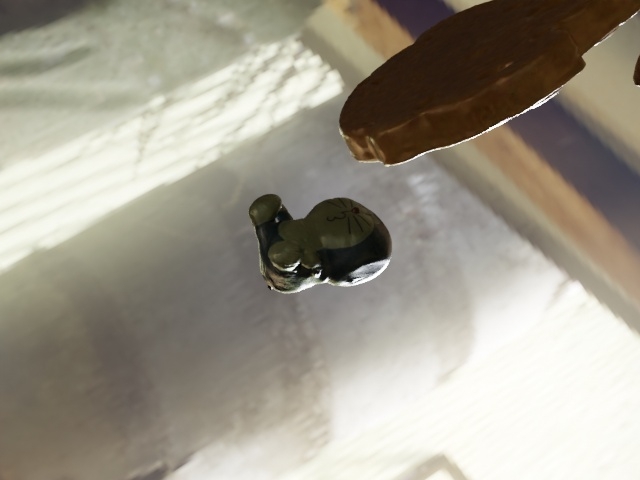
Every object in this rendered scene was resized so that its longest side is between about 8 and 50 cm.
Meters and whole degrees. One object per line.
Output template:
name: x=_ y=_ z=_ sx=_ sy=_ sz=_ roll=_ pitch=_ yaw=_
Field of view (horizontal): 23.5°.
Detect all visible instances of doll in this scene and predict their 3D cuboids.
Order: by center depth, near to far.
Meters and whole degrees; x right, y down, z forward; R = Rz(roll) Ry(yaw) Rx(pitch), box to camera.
doll: x=0.000 y=0.000 z=0.925 sx=0.076 sy=0.083 sz=0.050 roll=-120 pitch=-154 yaw=-49

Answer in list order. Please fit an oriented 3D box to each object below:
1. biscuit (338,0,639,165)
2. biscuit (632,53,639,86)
biscuit: x=0.170 y=-0.177 z=1.563 sx=0.351 sy=0.312 sz=0.057 roll=-19 pitch=-67 yaw=36
biscuit: x=0.502 y=-0.215 z=1.831 sx=0.228 sy=0.031 sz=0.176 roll=20 pitch=-55 yaw=0
